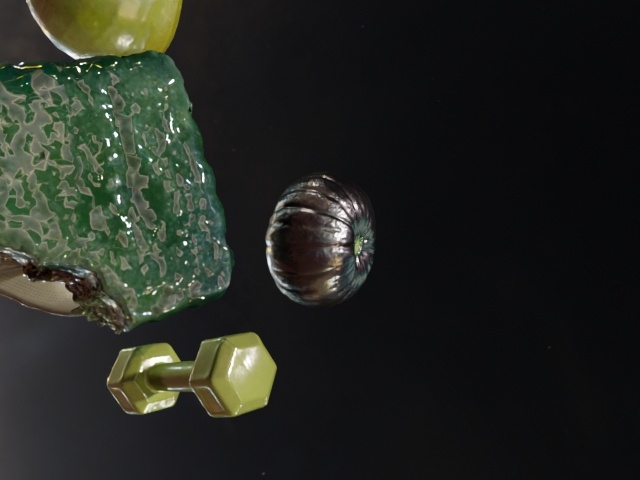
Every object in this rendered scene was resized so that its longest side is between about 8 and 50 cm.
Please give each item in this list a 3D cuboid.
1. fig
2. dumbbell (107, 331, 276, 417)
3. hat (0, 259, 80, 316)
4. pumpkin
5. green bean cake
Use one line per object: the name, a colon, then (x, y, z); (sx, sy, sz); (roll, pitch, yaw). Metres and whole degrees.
fig: (-0.410, -0.506, 1.084); (0.316, 0.316, 0.316); (12, -70, 35)
dumbbell: (-0.202, 0.205, 0.819); (0.302, 0.108, 0.121); (-13, -70, 40)
hat: (-0.368, -0.010, 0.781); (0.245, 0.214, 0.149); (11, -70, 10)
pumpkin: (0.000, 0.000, 0.782); (0.140, 0.202, 0.202); (7, -73, 27)
green bean cake: (-0.282, -0.039, 0.611); (0.169, 0.308, 0.300); (0, -75, 52)
